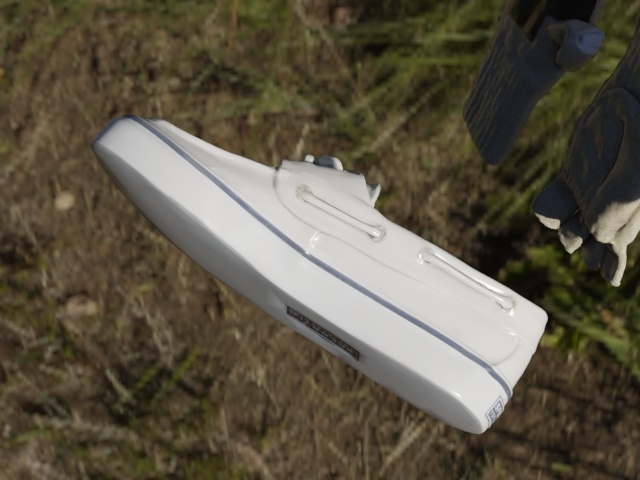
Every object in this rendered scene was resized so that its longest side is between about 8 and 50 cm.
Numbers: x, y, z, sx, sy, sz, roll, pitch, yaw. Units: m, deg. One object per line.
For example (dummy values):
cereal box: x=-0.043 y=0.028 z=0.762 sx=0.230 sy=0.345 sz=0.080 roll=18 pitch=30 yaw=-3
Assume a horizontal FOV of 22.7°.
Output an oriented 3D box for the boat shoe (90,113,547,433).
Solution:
boat shoe: x=0.000 y=0.000 z=0.850 sx=0.258 sy=0.095 sz=0.084 roll=35 pitch=74 yaw=1

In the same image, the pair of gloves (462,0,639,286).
pair of gloves: x=0.181 y=-0.110 z=1.085 sx=0.042 sy=0.204 sz=0.240 roll=5 pitch=32 yaw=-25
